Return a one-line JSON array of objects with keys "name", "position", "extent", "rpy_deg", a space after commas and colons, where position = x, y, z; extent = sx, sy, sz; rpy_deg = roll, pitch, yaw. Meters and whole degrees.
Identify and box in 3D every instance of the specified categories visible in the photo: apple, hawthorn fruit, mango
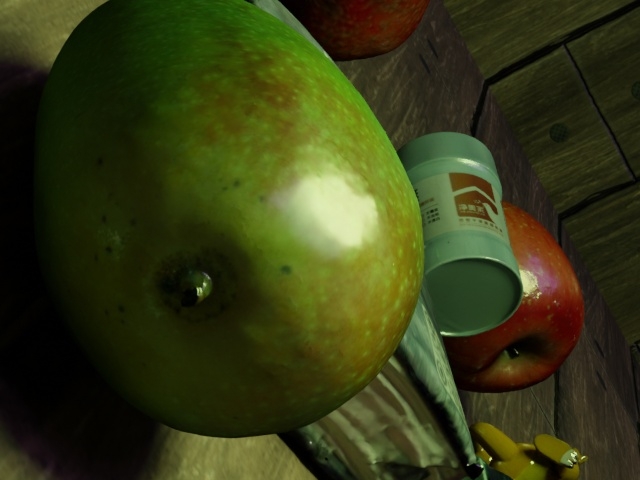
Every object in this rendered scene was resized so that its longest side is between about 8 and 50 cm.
[{"name": "apple", "position": [0.156, 0.052, 1.706], "extent": [0.181, 0.181, 0.168], "rpy_deg": [49, 18, -44]}, {"name": "hawthorn fruit", "position": [0.020, -0.280, 1.822], "extent": [0.215, 0.215, 0.249], "rpy_deg": [64, 6, 7]}, {"name": "mango", "position": [-0.058, -0.028, 1.022], "extent": [0.225, 0.201, 0.382], "rpy_deg": [32, 14, -21]}]

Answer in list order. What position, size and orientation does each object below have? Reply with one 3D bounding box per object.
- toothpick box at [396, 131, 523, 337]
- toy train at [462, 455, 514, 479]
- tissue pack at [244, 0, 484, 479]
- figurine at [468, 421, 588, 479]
[{"name": "toothpick box", "position": [0.112, -0.006, 1.536], "extent": [0.101, 0.101, 0.153], "rpy_deg": [51, 21, -41]}, {"name": "toy train", "position": [0.189, 0.306, 1.521], "extent": [0.409, 0.089, 0.086], "rpy_deg": [48, 24, -49]}, {"name": "tissue pack", "position": [0.000, 0.000, 1.356], "extent": [0.259, 0.122, 0.361], "rpy_deg": [53, 14, -40]}, {"name": "figurine", "position": [0.184, 0.235, 1.672], "extent": [0.122, 0.121, 0.176], "rpy_deg": [38, -20, 40]}]
